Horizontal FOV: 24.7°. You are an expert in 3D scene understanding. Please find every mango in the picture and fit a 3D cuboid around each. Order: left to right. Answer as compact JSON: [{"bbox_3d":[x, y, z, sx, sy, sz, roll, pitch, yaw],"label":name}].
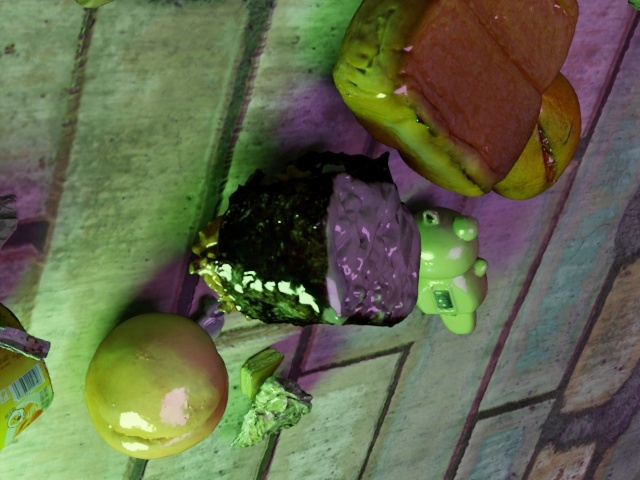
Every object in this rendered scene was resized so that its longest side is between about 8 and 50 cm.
[{"bbox_3d":[0.299,-0.146,2.096,0.177,0.120,0.295,-43,144,-6],"label":"mango"}]

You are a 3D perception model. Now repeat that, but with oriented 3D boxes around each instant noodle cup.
[{"bbox_3d":[-0.394,0.156,1.584,0.153,0.205,0.205,-36,143,-30],"label":"instant noodle cup"}]

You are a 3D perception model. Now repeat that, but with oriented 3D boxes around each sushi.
[{"bbox_3d":[0.000,0.000,1.855,0.348,0.208,0.234,21,70,-64],"label":"sushi"}]

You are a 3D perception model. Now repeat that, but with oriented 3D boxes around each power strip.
[{"bbox_3d":[-0.151,0.106,1.932,0.055,0.035,0.083,-14,145,-38],"label":"power strip"}]

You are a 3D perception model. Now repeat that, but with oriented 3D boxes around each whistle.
[{"bbox_3d":[0.186,0.045,2.153,0.288,0.131,0.106,68,26,-50],"label":"whistle"}]

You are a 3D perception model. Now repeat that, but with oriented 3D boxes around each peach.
[{"bbox_3d":[-0.206,0.183,1.819,0.184,0.184,0.184,-28,139,-27],"label":"peach"}]

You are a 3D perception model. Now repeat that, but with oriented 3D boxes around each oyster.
[{"bbox_3d":[-0.071,0.245,2.087,0.125,0.064,0.177,-23,160,-49],"label":"oyster"}]

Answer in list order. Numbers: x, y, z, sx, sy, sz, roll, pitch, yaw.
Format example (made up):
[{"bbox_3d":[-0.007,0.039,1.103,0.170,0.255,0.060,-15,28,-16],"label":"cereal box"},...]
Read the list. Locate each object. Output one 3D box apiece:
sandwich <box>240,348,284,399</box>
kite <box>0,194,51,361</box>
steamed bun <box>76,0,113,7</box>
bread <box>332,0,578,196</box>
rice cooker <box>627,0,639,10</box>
[{"bbox_3d":[-0.091,0.185,2.058,0.083,0.031,0.044,-55,146,8],"label":"sandwich"},{"bbox_3d":[-0.399,0.059,1.508,0.268,0.323,0.013,30,144,-18],"label":"kite"},{"bbox_3d":[-0.205,-0.321,1.422,0.145,0.106,0.175,-37,140,-17],"label":"steamed bun"},{"bbox_3d":[0.170,-0.254,1.831,0.337,0.148,0.328,35,77,-52],"label":"bread"},{"bbox_3d":[0.469,-0.433,1.942,0.244,0.226,0.226,-57,144,5],"label":"rice cooker"}]
